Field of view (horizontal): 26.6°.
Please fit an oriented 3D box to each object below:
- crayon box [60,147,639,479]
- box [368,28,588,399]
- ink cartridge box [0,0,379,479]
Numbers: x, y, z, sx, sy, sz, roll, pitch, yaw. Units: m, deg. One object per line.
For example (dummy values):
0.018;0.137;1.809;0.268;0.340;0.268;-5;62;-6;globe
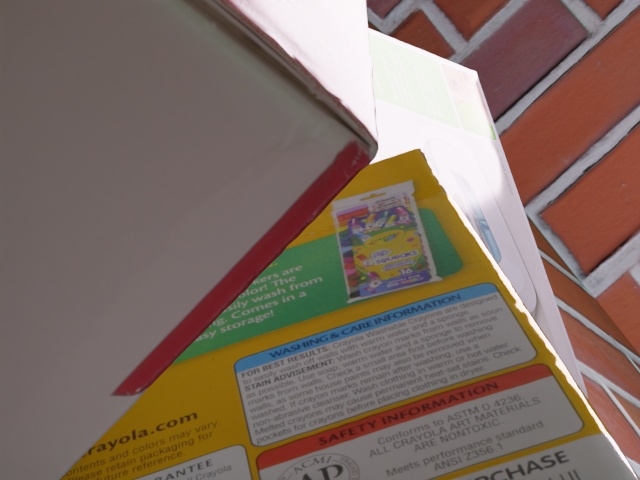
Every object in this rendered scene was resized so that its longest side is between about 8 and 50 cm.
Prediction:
-0.006;0.085;0.541;0.323;0.203;0.083;-112;-176;-62;crayon box
0.031;0.002;0.888;0.231;0.127;0.262;13;55;-51;box
-0.096;-0.061;0.533;0.131;0.226;0.306;37;24;-16;ink cartridge box
